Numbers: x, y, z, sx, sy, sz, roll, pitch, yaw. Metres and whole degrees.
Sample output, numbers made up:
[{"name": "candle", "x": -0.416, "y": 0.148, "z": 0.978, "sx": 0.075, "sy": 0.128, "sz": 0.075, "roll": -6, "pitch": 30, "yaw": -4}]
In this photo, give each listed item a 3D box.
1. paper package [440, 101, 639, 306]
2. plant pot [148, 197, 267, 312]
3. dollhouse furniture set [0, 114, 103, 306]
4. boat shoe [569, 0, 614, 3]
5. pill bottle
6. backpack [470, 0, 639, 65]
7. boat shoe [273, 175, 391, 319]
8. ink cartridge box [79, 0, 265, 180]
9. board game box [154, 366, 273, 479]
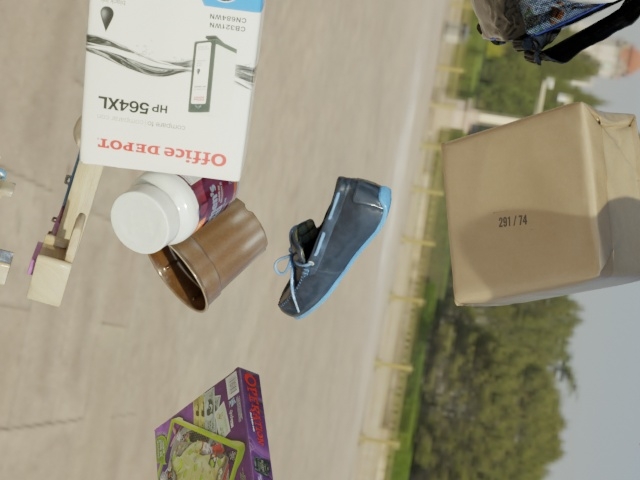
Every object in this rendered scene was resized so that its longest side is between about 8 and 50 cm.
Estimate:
[{"name": "paper package", "x": 0.387, "y": -0.056, "z": 1.937, "sx": 0.168, "sy": 0.325, "sz": 0.309, "roll": 3, "pitch": 79, "yaw": -42}, {"name": "plant pot", "x": -0.193, "y": 0.014, "z": 1.953, "sx": 0.165, "sy": 0.167, "sz": 0.167, "roll": -37, "pitch": 152, "yaw": -25}, {"name": "dollhouse furniture set", "x": -0.470, "y": -0.094, "z": 1.566, "sx": 0.286, "sy": 0.303, "sz": 0.198, "roll": -98, "pitch": -154, "yaw": -65}, {"name": "boat shoe", "x": 0.329, "y": -0.316, "z": 1.082, "sx": 0.156, "sy": 0.367, "sz": 0.135, "roll": 22, "pitch": 83, "yaw": -50}, {"name": "pill bottle", "x": -0.225, "y": -0.065, "z": 1.727, "sx": 0.221, "sy": 0.121, "sz": 0.121, "roll": -45, "pitch": 145, "yaw": -58}, {"name": "backpack", "x": 0.350, "y": -0.392, "z": 1.585, "sx": 0.276, "sy": 0.263, "sz": 0.213, "roll": -110, "pitch": -178, "yaw": -71}, {"name": "boat shoe", "x": 0.000, "y": 0.000, "z": 1.473, "sx": 0.258, "sy": 0.089, "sz": 0.109, "roll": -55, "pitch": -164, "yaw": 34}, {"name": "ink cartridge box", "x": -0.129, "y": -0.164, "z": 0.981, "sx": 0.086, "sy": 0.148, "sz": 0.203, "roll": -92, "pitch": -170, "yaw": -67}, {"name": "board game box", "x": -0.145, "y": 0.373, "z": 1.536, "sx": 0.056, "sy": 0.208, "sz": 0.346, "roll": 29, "pitch": 37, "yaw": -39}]
